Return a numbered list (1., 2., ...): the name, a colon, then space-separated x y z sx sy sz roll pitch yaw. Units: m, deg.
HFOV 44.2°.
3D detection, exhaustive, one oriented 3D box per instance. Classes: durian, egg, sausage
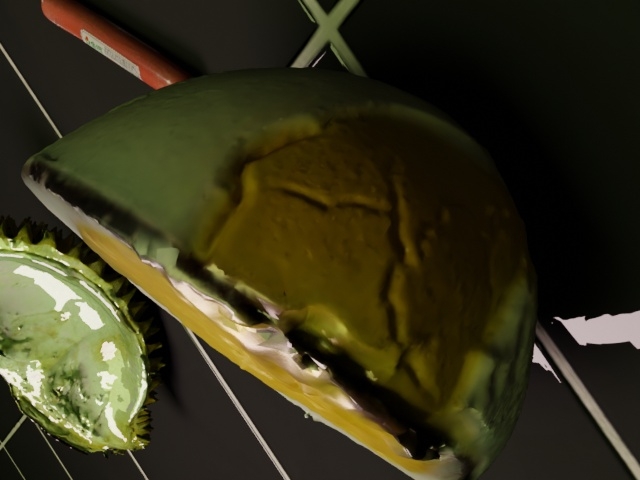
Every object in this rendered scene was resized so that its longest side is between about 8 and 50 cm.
1. durian: -0.325 0.119 1.002 0.163 0.198 0.394 -1 123 53
2. egg: 0.000 0.000 0.515 0.337 0.201 0.337 36 164 12
3. sausage: -0.195 -0.187 0.755 0.253 0.034 0.034 35 139 30
